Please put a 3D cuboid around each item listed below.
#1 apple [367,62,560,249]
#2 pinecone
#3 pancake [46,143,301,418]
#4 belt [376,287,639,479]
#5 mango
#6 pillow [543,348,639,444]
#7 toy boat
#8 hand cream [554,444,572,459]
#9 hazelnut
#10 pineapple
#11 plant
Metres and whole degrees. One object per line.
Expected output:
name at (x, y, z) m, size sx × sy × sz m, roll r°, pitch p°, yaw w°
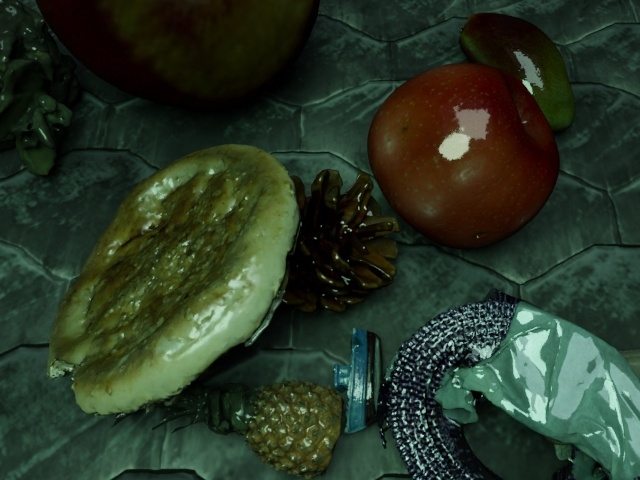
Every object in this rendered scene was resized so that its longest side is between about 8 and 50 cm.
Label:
apple at (0.200, -0.118, 0.777) m, size 0.260 × 0.216 × 0.260 m, roll 30°, pitch 43°, yaw -33°
pinecone at (0.001, -0.001, 0.749) m, size 0.229 × 0.201 × 0.202 m, roll -5°, pitch 70°, yaw -26°
pancake at (-0.182, 0.033, 0.659) m, size 0.382 × 0.071 × 0.382 m, roll -23°, pitch 41°, yaw 22°
belt at (0.231, 0.213, 0.633) m, size 0.325 × 0.122 × 0.260 m, roll 35°, pitch 94°, yaw 25°
mango at (0.347, -0.301, 0.959) m, size 0.133 × 0.111 × 0.267 m, roll -23°, pitch 69°, yaw -25°
pillow at (0.382, 0.198, 0.716) m, size 0.232 × 0.038 × 0.131 m, roll 6°, pitch 72°, yaw -10°
toy boat at (0.048, 0.183, 0.731) m, size 0.061 × 0.060 × 0.137 m, roll -11°, pitch 61°, yaw 22°
hand cream at (0.307, 0.185, 0.741) m, size 0.067 × 0.042 × 0.194 m, roll -11°, pitch 68°, yaw -16°
hazelnut at (-0.213, -0.384, 0.854) m, size 0.429 × 0.402 × 0.402 m, roll -4°, pitch 60°, yaw -29°
pineapple at (-0.113, 0.201, 0.685) m, size 0.277 × 0.119 × 0.130 m, roll 14°, pitch 34°, yaw 2°
plant at (-0.487, -0.250, 0.857) m, size 0.312 × 0.215 × 0.213 m, roll 34°, pitch 71°, yaw 21°
